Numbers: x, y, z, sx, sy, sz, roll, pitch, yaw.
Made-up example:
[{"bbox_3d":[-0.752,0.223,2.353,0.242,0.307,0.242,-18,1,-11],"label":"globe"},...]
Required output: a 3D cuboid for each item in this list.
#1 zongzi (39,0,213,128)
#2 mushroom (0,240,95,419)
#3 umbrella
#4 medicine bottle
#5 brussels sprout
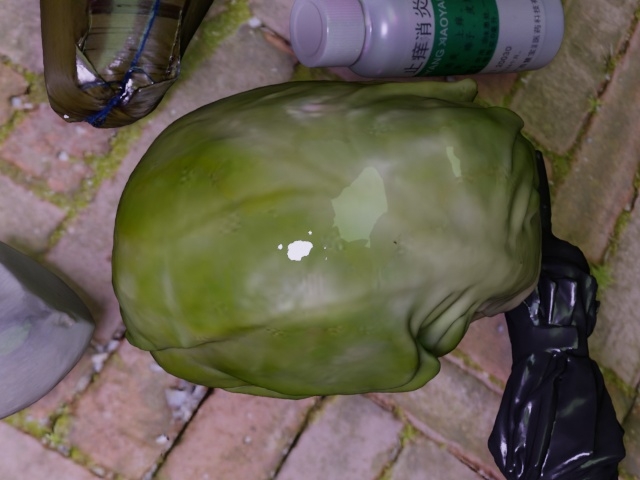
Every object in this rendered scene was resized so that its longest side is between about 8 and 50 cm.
[{"bbox_3d":[-0.096,-0.217,1.067,0.289,0.123,0.260,0,75,-32],"label":"zongzi"},{"bbox_3d":[-0.257,0.093,0.880,0.116,0.093,0.225,38,65,12],"label":"mushroom"},{"bbox_3d":[0.198,0.072,1.123,0.118,0.118,0.340,9,61,-24],"label":"umbrella"},{"bbox_3d":[0.100,-0.197,1.173,0.260,0.095,0.095,-7,74,-28],"label":"medicine bottle"},{"bbox_3d":[0.000,0.000,0.934,0.328,0.328,0.247,-2,99,-28],"label":"brussels sprout"}]
